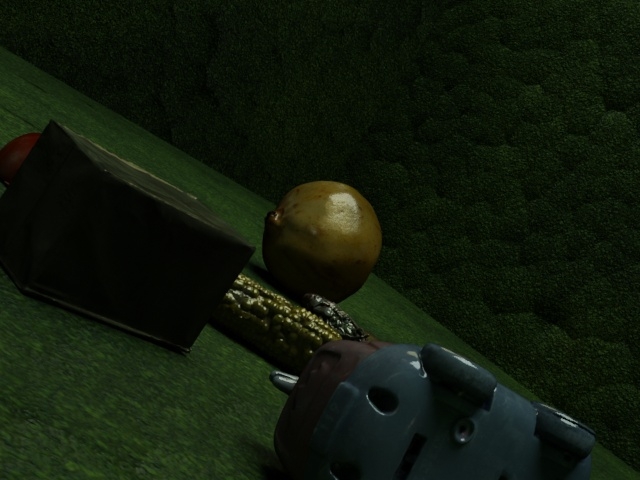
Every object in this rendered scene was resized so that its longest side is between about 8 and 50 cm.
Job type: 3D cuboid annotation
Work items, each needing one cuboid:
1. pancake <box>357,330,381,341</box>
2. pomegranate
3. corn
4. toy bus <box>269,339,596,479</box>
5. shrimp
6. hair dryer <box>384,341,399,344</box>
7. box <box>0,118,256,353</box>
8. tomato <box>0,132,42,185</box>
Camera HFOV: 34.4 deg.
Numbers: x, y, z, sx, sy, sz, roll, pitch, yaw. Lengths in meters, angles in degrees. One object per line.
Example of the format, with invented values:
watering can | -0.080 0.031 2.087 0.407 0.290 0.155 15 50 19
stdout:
pancake | 0.110 0.214 1.972 0.236 0.042 0.222 36 3 32
pomegranate | 0.000 0.000 2.165 0.264 0.264 0.264 33 4 -3
corn | -0.079 0.108 1.426 0.288 0.087 0.086 32 4 -5
toy bus | 0.093 0.203 0.974 0.294 0.197 0.231 29 -5 -30
shrimp | 0.034 0.160 1.853 0.190 0.074 0.073 47 -22 30
hair dryer | 0.199 0.256 2.273 0.150 0.047 0.071 23 -5 35
box | -0.221 -0.001 1.136 0.231 0.149 0.155 30 6 -44
tomato | -0.364 -0.083 1.515 0.225 0.085 0.225 35 1 -1
